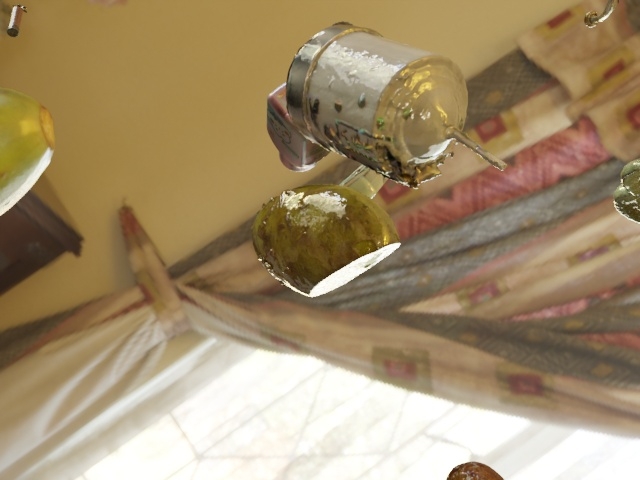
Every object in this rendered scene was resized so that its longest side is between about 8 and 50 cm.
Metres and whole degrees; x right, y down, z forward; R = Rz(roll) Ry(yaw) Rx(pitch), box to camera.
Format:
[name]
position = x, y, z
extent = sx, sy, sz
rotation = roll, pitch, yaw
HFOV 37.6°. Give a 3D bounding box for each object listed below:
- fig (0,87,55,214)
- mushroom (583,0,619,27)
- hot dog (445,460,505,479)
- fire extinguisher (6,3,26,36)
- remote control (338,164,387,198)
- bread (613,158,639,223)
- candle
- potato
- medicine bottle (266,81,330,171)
[fig]
position = -0.604, -0.151, 1.596
extent = 0.258, 0.326, 0.258
rotation = -22, 90, -79
[mushroom]
position = 0.696, -0.578, 2.282
extent = 0.306, 0.043, 0.068
rotation = 92, -21, -83
[hot dog]
position = 0.236, 0.391, 1.379
extent = 0.147, 0.065, 0.099
rotation = -130, -129, -59
[fire extinguisher]
position = -0.566, -0.412, 1.752
extent = 0.028, 0.022, 0.083
rotation = 22, 44, -29
[remote control]
position = 0.082, -0.113, 1.849
extent = 0.050, 0.145, 0.344
rotation = 51, 24, -4
[bread]
position = 0.708, -0.109, 1.968
extent = 0.173, 0.064, 0.232
rotation = 10, -23, 16
[candle]
position = 0.107, -0.177, 1.282
extent = 0.330, 0.187, 0.187
rotation = 30, -21, 44
[potato]
position = 0.000, 0.000, 1.474
extent = 0.298, 0.141, 0.176
rotation = 1, -72, 54
[medicine bottle]
position = -0.034, -0.201, 1.715
extent = 0.119, 0.094, 0.188
rotation = 50, -17, 15
